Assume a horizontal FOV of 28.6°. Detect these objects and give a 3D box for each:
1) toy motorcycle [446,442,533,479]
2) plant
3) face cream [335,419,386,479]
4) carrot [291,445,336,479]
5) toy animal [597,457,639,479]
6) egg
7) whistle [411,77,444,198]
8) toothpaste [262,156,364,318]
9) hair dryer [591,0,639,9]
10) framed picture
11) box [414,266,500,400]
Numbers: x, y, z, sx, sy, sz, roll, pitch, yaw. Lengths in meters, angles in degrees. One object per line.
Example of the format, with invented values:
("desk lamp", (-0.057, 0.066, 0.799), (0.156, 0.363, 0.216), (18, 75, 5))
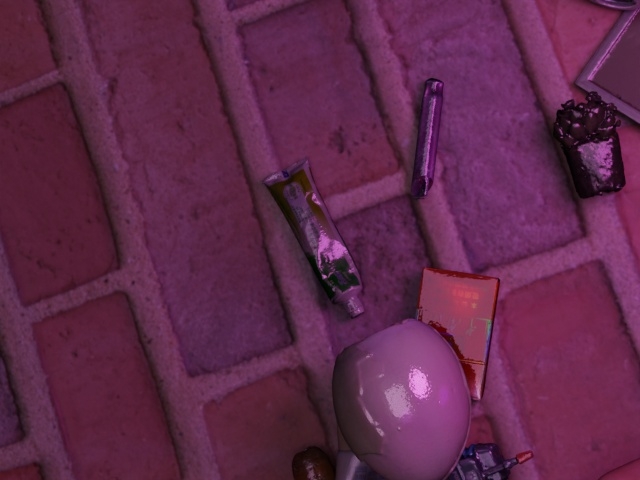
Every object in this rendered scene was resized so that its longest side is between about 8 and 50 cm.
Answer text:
("toy motorcycle", (0.251, 0.397, 1.700), (0.182, 0.123, 0.272), (-27, 81, 19))
("plant", (0.376, -0.132, 1.736), (0.094, 0.092, 0.143), (-17, 88, 16))
("face cream", (0.063, 0.361, 1.762), (0.114, 0.070, 0.224), (-2, 85, -26))
("carrot", (0.009, 0.383, 1.780), (0.060, 0.060, 0.186), (-21, 83, 9))
("toy animal", (0.496, 0.362, 1.617), (0.326, 0.237, 0.269), (7, 75, 10))
("egg", (0.113, 0.223, 1.664), (0.183, 0.183, 0.217), (-26, 81, 8))
("whistle", (0.155, -0.146, 1.811), (0.033, 0.033, 0.177), (7, 86, 12))
("toothpaste", (0.000, 0.000, 1.826), (0.078, 0.047, 0.248), (-28, 78, 4))
("hair dryer", (0.313, -0.445, 1.784), (0.357, 0.107, 0.173), (15, 83, 22))
("framed picture", (0.523, -0.231, 1.736), (0.274, 0.017, 0.217), (38, 92, 18))
("box", (0.186, 0.131, 1.771), (0.112, 0.048, 0.175), (7, 87, 12))
